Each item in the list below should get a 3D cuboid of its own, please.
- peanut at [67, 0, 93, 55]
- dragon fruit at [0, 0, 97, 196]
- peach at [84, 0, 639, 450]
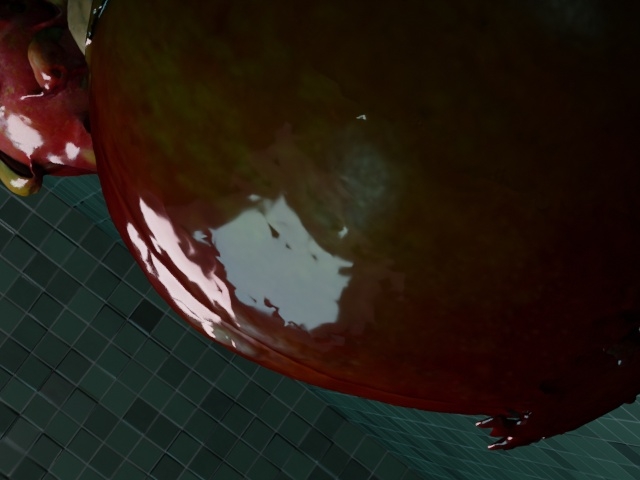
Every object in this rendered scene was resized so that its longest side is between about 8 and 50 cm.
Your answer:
[{"bbox_3d":[-0.083,-0.146,1.244,0.325,0.153,0.140,29,163,0],"label":"peanut"},{"bbox_3d":[-0.295,-0.171,1.627,0.307,0.243,0.227,1,162,-27],"label":"dragon fruit"},{"bbox_3d":[0.062,-0.060,0.749,0.370,0.370,0.370,34,167,9],"label":"peach"}]
